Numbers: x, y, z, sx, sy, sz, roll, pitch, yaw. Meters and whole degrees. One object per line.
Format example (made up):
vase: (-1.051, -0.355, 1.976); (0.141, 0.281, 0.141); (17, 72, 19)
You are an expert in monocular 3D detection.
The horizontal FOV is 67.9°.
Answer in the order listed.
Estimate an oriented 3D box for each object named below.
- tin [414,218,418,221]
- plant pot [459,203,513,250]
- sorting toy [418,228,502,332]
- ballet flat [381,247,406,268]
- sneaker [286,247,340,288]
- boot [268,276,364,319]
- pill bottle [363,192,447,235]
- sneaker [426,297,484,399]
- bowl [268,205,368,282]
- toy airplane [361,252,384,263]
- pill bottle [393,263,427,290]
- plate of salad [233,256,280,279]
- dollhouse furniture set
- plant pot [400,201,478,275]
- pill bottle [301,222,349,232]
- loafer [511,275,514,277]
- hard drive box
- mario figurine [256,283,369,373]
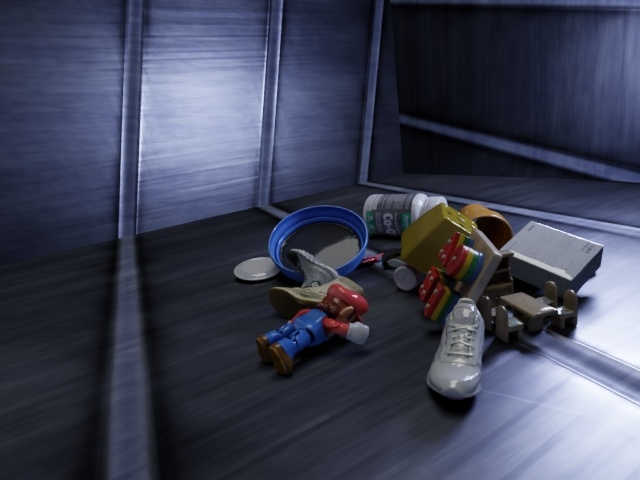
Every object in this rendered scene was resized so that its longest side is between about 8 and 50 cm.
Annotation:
tin: (0.416, -0.036, 1.769); (0.106, 0.040, 0.189); (-24, 32, -5)
plant pot: (0.589, -0.042, 1.778); (0.205, 0.205, 0.188); (-5, 28, 7)
sorting toy: (0.364, 0.098, 1.301); (0.090, 0.255, 0.257); (25, 16, 0)
ballet flat: (0.356, 0.072, 1.778); (0.281, 0.095, 0.096); (-10, 21, 34)
sneaker: (-0.055, 0.120, 1.654); (0.229, 0.086, 0.132); (27, 63, 27)
boot: (-0.014, 0.175, 1.515); (0.262, 0.095, 0.203); (6, 20, 35)
pill bottle: (0.403, -0.122, 2.249); (0.361, 0.204, 0.204); (2, 17, 32)
sneaker: (0.301, 0.230, 1.052); (0.114, 0.152, 0.305); (1, 18, 21)
bowl: (-0.007, 0.014, 1.867); (0.392, 0.077, 0.391); (-6, 43, 6)
toy airplane: (0.189, 0.077, 1.933); (0.151, 0.028, 0.151); (-6, 13, 1)
pill bottle: (0.330, 0.108, 1.629); (0.087, 0.087, 0.160); (7, 20, 43)
plate of salad: (-0.251, 0.121, 1.933); (0.200, 0.048, 0.199); (-4, 25, 2)
dollhouse furniture set: (0.526, 0.136, 1.284); (0.212, 0.160, 0.242); (-10, 15, -12)
plant pot: (0.407, 0.002, 1.571); (0.212, 0.187, 0.212); (30, 26, -5)
pill bottle: (0.000, 0.000, 2.055); (0.283, 0.160, 0.160); (-6, 15, 6)
loafer: (0.629, 0.094, 1.594); (0.303, 0.095, 0.109); (-7, 44, 18)
hard drive box: (0.700, 0.054, 1.454); (0.181, 0.089, 0.232); (-36, 41, -22)
mario figurine: (0.003, 0.250, 1.260); (0.321, 0.170, 0.198); (-27, 59, -28)
